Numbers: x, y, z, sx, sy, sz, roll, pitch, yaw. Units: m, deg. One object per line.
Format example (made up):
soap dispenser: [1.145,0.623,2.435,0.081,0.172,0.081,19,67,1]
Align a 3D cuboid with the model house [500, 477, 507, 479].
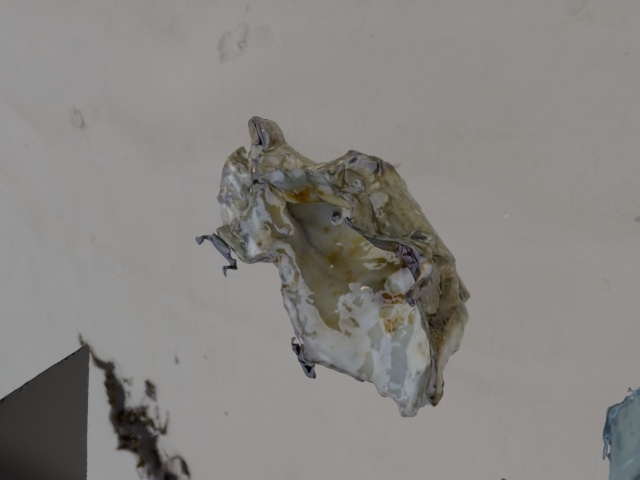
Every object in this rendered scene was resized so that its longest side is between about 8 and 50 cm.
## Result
model house: [0.235,0.340,0.622,0.180,0.248,0.176,-100,9,-47]

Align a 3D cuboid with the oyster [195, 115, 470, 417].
oyster: [0.001,0.006,0.580,0.337,0.133,0.197,36,127,42]

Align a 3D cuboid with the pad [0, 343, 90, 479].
pad: [-0.222,0.182,0.396,0.009,0.265,0.159,14,109,14]

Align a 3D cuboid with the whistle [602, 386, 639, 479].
whistle: [0.177,0.189,0.309,0.093,0.269,0.180,11,137,3]
